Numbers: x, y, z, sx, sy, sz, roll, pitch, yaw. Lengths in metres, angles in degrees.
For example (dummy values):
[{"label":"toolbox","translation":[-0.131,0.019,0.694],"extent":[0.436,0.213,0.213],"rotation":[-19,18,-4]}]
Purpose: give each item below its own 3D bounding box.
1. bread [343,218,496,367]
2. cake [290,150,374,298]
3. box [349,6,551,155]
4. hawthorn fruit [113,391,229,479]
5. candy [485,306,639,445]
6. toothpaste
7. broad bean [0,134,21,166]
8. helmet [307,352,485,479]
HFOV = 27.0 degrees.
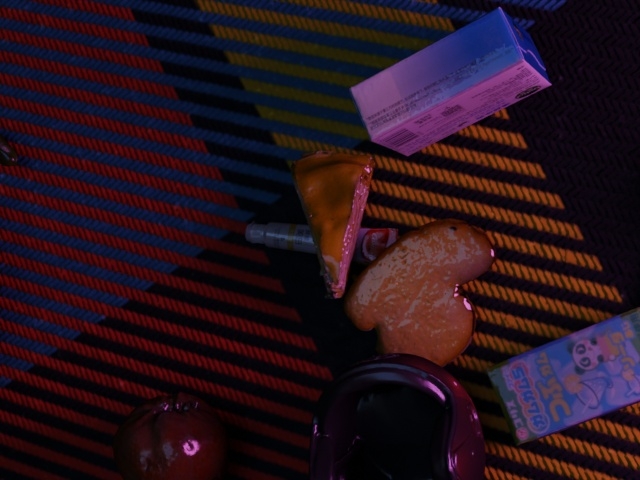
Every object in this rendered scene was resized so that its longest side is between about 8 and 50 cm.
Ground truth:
[{"label":"bread","translation":[0.130,0.062,1.556],"extent":[0.187,0.065,0.149],"rotation":[-41,86,7]},{"label":"cake","translation":[-0.005,-0.029,1.579],"extent":[0.116,0.080,0.185],"rotation":[14,79,15]},{"label":"box","translation":[0.149,-0.175,1.513],"extent":[0.194,0.139,0.073],"rotation":[-27,77,18]},{"label":"hawthorn fruit","translation":[-0.182,0.278,1.618],"extent":[0.149,0.149,0.189],"rotation":[1,84,21]},{"label":"candy","translation":[0.293,0.151,1.483],"extent":[0.194,0.062,0.097],"rotation":[-25,79,20]},{"label":"toothpaste","translation":[0.000,0.000,1.623],"extent":[0.190,0.031,0.048],"rotation":[6,86,19]},{"label":"broad bean","translation":[-0.483,-0.137,1.810],"extent":[0.195,0.046,0.061],"rotation":[6,101,26]},{"label":"helmet","translation":[0.087,0.230,1.487],"extent":[0.189,0.193,0.216],"rotation":[-15,99,22]}]
